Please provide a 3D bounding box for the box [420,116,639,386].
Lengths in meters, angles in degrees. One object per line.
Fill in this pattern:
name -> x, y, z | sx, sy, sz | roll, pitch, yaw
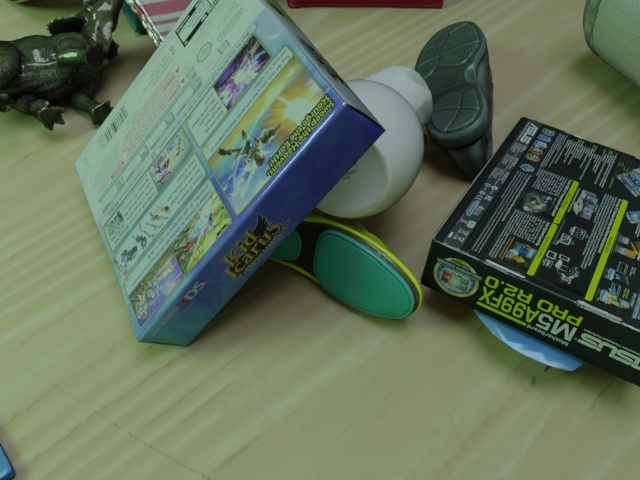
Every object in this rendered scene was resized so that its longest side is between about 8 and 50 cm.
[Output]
box -> 0.252, -0.009, 0.629 | 0.216, 0.060, 0.270 | 26, 45, 18

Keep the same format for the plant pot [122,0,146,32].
plant pot -> -0.178, -0.427, 0.924 | 0.234, 0.165, 0.165 | -14, 52, -23

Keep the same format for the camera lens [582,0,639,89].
camera lens -> 0.495, -0.274, 0.806 | 0.220, 0.219, 0.274 | -17, 53, -19

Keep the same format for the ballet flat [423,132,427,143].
ballet flat -> 0.068, -0.121, 0.761 | 0.114, 0.041, 0.041 | 17, 50, 10

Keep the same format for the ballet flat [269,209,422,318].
ballet flat -> 0.000, 0.000, 0.626 | 0.231, 0.077, 0.077 | 22, 34, 16

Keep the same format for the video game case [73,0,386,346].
video game case -> -0.104, -0.082, 0.580 | 0.061, 0.269, 0.244 | 21, 29, -48

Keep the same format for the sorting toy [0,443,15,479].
sorting toy -> -0.385, 0.223, 0.410 | 0.348, 0.047, 0.196 | -17, 53, -19

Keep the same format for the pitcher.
pitcher -> 0.021, -0.096, 0.650 | 0.178, 0.125, 0.207 | -21, 20, 24

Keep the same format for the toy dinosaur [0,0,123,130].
toy dinosaur -> -0.344, -0.199, 0.758 | 0.314, 0.121, 0.160 | -33, 47, -23

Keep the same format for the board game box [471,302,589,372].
board game box -> 0.218, 0.064, 0.613 | 0.169, 0.033, 0.133 | -22, 50, -29

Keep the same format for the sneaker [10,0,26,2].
sneaker -> -0.379, -0.402, 0.886 | 0.290, 0.105, 0.123 | 17, 46, 38

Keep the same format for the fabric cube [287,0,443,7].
fabric cube -> 0.066, -0.535, 0.971 | 0.254, 0.258, 0.259 | -3, 49, -8

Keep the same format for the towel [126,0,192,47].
towel -> -0.157, -0.269, 0.806 | 0.144, 0.029, 0.197 | -32, 88, -42

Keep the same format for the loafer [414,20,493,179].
loafer -> 0.175, -0.181, 0.805 | 0.096, 0.084, 0.267 | -15, 40, 24
